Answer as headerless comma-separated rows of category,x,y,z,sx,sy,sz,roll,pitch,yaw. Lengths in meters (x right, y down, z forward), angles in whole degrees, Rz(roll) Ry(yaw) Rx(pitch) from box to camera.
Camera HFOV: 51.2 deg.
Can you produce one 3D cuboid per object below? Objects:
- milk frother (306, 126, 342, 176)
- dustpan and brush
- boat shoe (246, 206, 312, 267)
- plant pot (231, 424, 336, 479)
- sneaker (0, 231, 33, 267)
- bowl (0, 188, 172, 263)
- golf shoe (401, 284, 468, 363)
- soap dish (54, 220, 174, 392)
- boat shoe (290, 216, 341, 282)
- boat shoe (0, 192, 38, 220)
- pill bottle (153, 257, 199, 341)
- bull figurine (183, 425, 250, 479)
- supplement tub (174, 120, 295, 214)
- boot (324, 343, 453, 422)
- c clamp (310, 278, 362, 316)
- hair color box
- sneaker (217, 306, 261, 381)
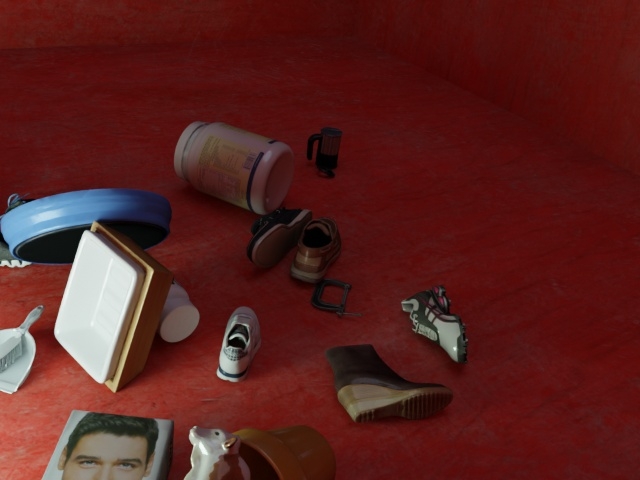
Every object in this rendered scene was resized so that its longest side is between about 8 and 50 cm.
milk frother,0.031,-0.319,2.417,0.129,0.135,0.143,-15,39,-34
dustpan and brush,-0.652,0.217,1.423,0.147,0.060,0.211,14,32,8
boat shoe,-0.139,-0.025,1.898,0.113,0.127,0.340,19,31,18
plant pot,-0.076,0.410,1.155,0.205,0.205,0.188,28,20,28
sneaker,-0.834,0.020,1.653,0.234,0.106,0.078,-7,34,-25
bowl,-0.550,-0.023,1.602,0.391,0.391,0.077,-7,77,-25
golf shoe,0.290,0.220,1.663,0.120,0.105,0.273,-11,28,-4
soap dish,-0.439,0.136,1.422,0.229,0.291,0.118,32,19,33
boat shoe,0.000,0.000,1.897,0.123,0.116,0.324,12,27,4
boat shoe,-0.786,-0.076,1.764,0.089,0.109,0.258,18,-6,-40
pill bottle,-0.384,0.136,1.571,0.121,0.121,0.221,-17,40,-36
bull figurine,-0.163,0.443,1.005,0.188,0.310,0.101,-21,-1,-26
supplement tub,-0.270,-0.236,2.102,0.324,0.235,0.235,21,33,18
boot,0.148,0.298,1.479,0.248,0.090,0.207,-4,35,-15
c clamp,0.045,0.151,1.765,0.137,0.022,0.161,4,31,3
hair color box,-0.363,0.453,1.067,0.185,0.114,0.374,7,30,-4
sneaker,-0.179,0.215,1.526,0.090,0.095,0.235,5,30,-3
